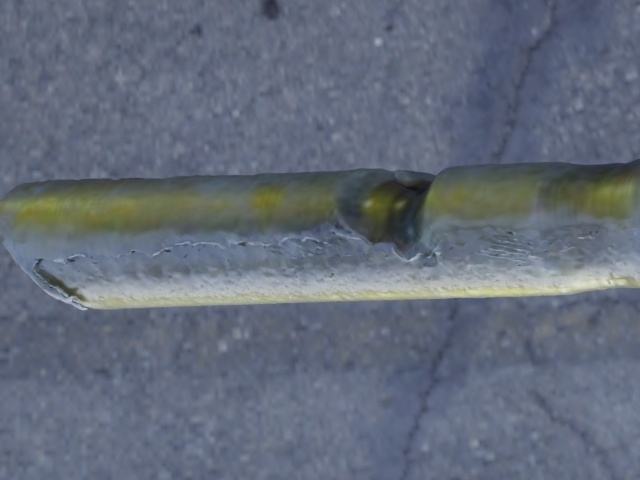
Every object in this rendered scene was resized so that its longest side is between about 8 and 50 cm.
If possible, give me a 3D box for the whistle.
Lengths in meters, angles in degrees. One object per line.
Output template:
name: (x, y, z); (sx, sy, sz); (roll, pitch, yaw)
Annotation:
whistle: (0.000, 0.001, 0.755); (0.326, 0.057, 0.068); (-3, 133, 27)
